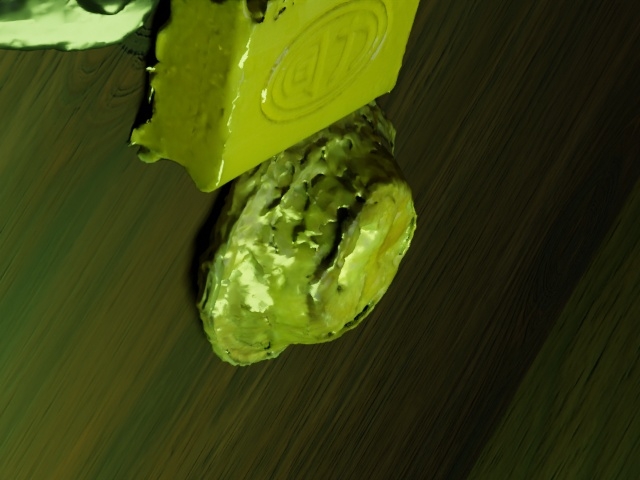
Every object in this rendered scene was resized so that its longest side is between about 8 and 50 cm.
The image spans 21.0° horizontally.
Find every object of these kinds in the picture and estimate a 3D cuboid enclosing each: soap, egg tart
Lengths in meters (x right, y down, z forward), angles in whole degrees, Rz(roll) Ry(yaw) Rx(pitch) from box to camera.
[{"bbox_3d":[-0.027,-0.189,1.563,0.324,0.096,0.204,-34,146,-49],"label":"soap"},{"bbox_3d":[0.001,0.001,1.816,0.341,0.129,0.341,-48,156,-30],"label":"egg tart"}]

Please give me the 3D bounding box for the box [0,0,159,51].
[{"bbox_3d":[-0.218,-0.261,0.921,0.350,0.091,0.359,-5,124,-33],"label":"box"}]
